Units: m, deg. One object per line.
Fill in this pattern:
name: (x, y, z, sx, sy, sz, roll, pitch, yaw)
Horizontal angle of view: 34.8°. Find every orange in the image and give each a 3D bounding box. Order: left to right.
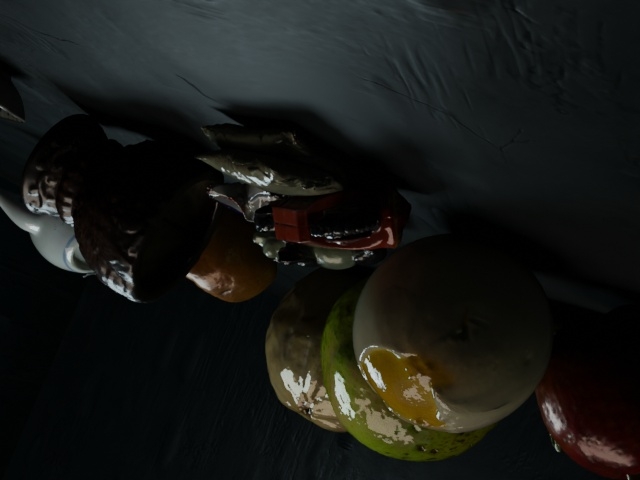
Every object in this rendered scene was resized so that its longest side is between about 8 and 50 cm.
orange: (-0.183, 0.008, 2.025, 0.249, 0.183, 0.249, 36, -175, -3)

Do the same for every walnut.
walnut: (0.052, 0.243, 2.311, 0.381, 0.381, 0.381, 21, 172, 3)

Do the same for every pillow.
pillow: (-0.066, -0.100, 1.322, 0.134, 0.078, 0.181, 21, 175, -43)

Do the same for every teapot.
teapot: (-0.554, -0.073, 2.354, 0.424, 0.252, 0.280, 0, -136, -40)

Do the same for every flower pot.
flower pot: (-0.337, -0.069, 1.699, 0.267, 0.267, 0.266, 29, 174, 15)

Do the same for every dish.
dish: (-0.553, -0.257, 1.636, 0.190, 0.066, 0.191, 23, 174, 3)

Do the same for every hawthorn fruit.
hawthorn fruit: (0.440, 0.219, 1.477, 0.258, 0.258, 0.262, 30, -163, -48)

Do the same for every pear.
pear: (0.169, 0.225, 1.934, 0.391, 0.391, 0.391, 21, 172, 3)

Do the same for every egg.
egg: (0.186, 0.130, 1.470, 0.283, 0.283, 0.345, 22, 176, 2)

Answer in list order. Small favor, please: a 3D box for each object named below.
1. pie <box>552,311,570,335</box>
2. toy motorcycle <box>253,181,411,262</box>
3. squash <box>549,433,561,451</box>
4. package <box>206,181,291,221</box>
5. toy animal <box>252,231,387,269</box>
pie: (0.469, 0.179, 1.819, 0.323, 0.071, 0.323, 18, 176, 1)
toy motorcycle: (0.020, -0.030, 1.376, 0.171, 0.089, 0.298, -17, -169, -21)
squash: (0.546, 0.356, 2.260, 0.094, 0.224, 0.094, 15, 173, 2)
package: (-0.062, -0.052, 1.719, 0.194, 0.071, 0.269, 9, 175, 38)
toy animal: (0.000, 0.000, 1.641, 0.225, 0.094, 0.121, -7, 164, 13)
